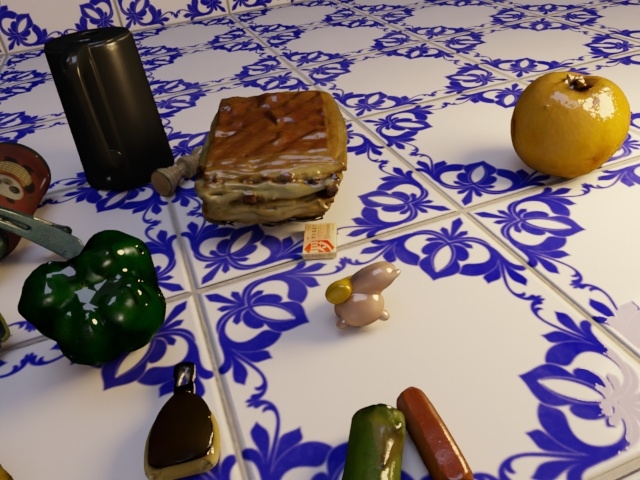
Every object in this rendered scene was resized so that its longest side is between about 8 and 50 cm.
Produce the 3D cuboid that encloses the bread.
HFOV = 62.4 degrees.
[{"bbox_3d":[-0.084,-0.151,1.023,0.277,0.167,0.325,-6,44,0],"label":"bread"}]

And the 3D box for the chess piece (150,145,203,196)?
[{"bbox_3d":[-0.297,-0.162,1.170,0.060,0.060,0.172,12,37,25],"label":"chess piece"}]

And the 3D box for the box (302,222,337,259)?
[{"bbox_3d":[0.000,0.000,0.927,0.058,0.015,0.093,-2,35,4],"label":"box"}]

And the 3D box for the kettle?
[{"bbox_3d":[-0.471,-0.274,1.137,0.203,0.308,0.262,7,37,20],"label":"kettle"}]

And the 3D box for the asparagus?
[{"bbox_3d":[0.044,0.276,0.494,0.067,0.060,0.278,8,37,3],"label":"asparagus"}]

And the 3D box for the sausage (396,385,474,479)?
[{"bbox_3d":[0.122,0.216,0.582,0.041,0.039,0.131,-20,36,-6],"label":"sausage"}]

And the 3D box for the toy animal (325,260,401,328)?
[{"bbox_3d":[0.066,0.082,0.759,0.114,0.082,0.091,-27,-6,-2],"label":"toy animal"}]

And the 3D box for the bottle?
[{"bbox_3d":[-0.624,-0.053,1.003,0.143,0.144,0.336,-10,38,-5],"label":"bottle"}]

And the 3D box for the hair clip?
[{"bbox_3d":[-0.540,-0.034,0.889,0.083,0.275,0.048,37,97,42],"label":"hair clip"}]

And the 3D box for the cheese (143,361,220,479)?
[{"bbox_3d":[-0.168,0.209,0.642,0.086,0.036,0.163,-14,36,-5],"label":"cheese"}]

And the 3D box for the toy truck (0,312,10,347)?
[{"bbox_3d":[-0.599,0.144,0.736,0.272,0.124,0.157,-31,32,-26],"label":"toy truck"}]

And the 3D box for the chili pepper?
[{"bbox_3d":[-0.300,0.085,0.739,0.165,0.261,0.174,45,69,1],"label":"chili pepper"}]

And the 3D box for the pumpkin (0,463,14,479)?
[{"bbox_3d":[-0.393,0.277,0.496,0.280,0.139,0.190,21,39,37],"label":"pumpkin"}]

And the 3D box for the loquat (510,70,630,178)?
[{"bbox_3d":[0.467,-0.222,1.005,0.207,0.208,0.208,-4,35,3],"label":"loquat"}]
